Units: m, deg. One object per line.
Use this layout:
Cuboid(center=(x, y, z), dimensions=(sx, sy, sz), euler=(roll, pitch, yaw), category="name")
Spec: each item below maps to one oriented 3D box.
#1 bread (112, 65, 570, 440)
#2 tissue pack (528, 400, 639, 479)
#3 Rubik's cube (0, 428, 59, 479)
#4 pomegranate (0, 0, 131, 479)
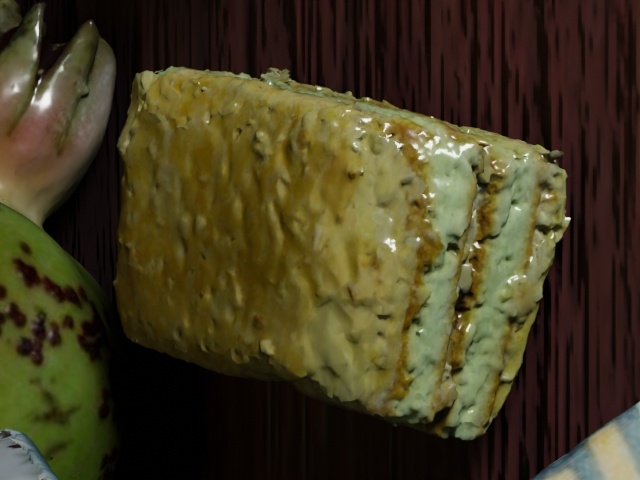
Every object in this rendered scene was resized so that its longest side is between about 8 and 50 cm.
Cuboid(center=(0.000, 0.000, 0.753), dimensions=(0.196, 0.102, 0.138), euler=(21, 109, 43), category="bread")
Cuboid(center=(0.145, 0.208, 0.526), dimensions=(0.228, 0.128, 0.311), euler=(-36, 60, -2), category="tissue pack")
Cuboid(center=(-0.132, 0.296, 0.478), dimensions=(0.344, 0.347, 0.346), euler=(60, 170, -8), category="Rubik's cube")
Cuboid(center=(-0.216, 0.025, 0.902), dimensions=(0.285, 0.285, 0.341), euler=(6, 65, 46), category="pomegranate")
